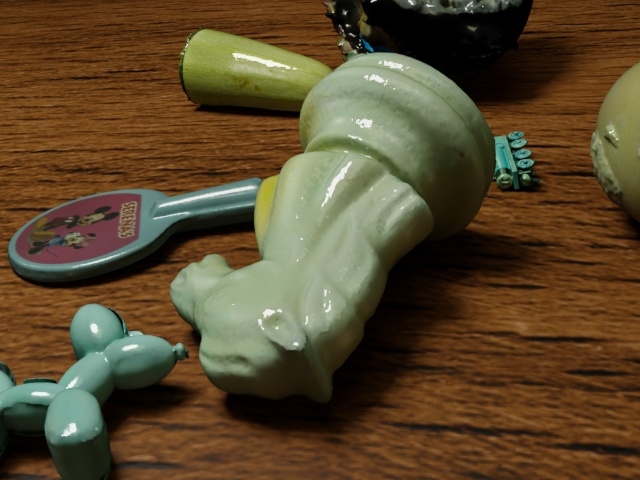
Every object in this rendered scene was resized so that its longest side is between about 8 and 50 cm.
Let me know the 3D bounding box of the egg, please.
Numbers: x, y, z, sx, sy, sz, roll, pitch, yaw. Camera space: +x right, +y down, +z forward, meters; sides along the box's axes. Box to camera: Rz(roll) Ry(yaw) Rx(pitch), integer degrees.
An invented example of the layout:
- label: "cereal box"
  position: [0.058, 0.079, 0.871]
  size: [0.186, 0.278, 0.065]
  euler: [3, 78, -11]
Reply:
- label: "egg"
  position: [0.305, -0.076, 0.775]
  size: [0.164, 0.164, 0.201]
  euler: [-11, 25, -9]

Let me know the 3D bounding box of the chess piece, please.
- label: "chess piece"
  position: [0.000, 0.000, 0.735]
  size: [0.175, 0.176, 0.298]
  euler: [13, 47, 32]

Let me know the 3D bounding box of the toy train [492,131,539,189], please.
- label: "toy train"
  position: [0.182, -0.077, 0.933]
  size: [0.045, 0.029, 0.092]
  euler: [-10, 29, 8]

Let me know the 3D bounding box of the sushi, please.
- label: "sushi"
  position: [0.128, -0.277, 1.155]
  size: [0.238, 0.219, 0.225]
  euler: [14, 62, -17]

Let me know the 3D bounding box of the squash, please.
- label: "squash"
  position: [-0.048, -0.187, 1.137]
  size: [0.224, 0.094, 0.094]
  euler: [14, 34, 19]

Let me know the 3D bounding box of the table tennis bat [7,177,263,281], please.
- label: "table tennis bat"
  position: [-0.165, -0.016, 0.888]
  size: [0.244, 0.040, 0.153]
  euler: [-12, 28, -1]

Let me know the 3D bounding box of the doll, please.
- label: "doll"
  position: [-0.171, 0.100, 0.650]
  size: [0.159, 0.059, 0.158]
  euler: [-6, 29, 3]
